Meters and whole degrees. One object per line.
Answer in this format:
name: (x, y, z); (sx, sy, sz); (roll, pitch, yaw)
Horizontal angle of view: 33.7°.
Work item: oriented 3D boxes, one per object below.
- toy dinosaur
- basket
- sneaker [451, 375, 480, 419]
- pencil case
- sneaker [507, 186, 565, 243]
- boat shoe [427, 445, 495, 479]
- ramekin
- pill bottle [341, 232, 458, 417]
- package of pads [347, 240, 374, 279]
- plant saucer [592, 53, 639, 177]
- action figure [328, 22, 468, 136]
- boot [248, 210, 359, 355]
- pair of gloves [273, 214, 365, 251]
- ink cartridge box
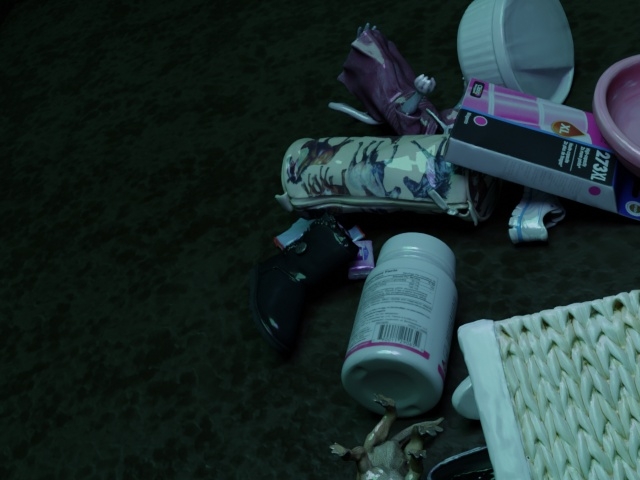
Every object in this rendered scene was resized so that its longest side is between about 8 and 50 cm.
toy dinosaur: (0.086, 0.354, 1.524); (0.127, 0.200, 0.295); (17, 27, 16)
basket: (0.333, 0.260, 1.223); (0.266, 0.328, 0.331); (-17, 62, 7)
sneaker: (0.280, 0.198, 1.634); (0.212, 0.080, 0.094); (-31, 25, -16)
pencil case: (0.126, -0.115, 1.996); (0.410, 0.160, 0.183); (1, 34, 26)
sneaker: (0.400, -0.067, 1.879); (0.083, 0.071, 0.191); (7, 56, 28)
boat shoe: (0.295, 0.310, 1.452); (0.301, 0.102, 0.108); (-16, 38, 15)
ramekin: (0.383, -0.379, 2.102); (0.127, 0.273, 0.273); (-8, 39, 43)
pill bottle: (0.137, 0.130, 1.717); (0.160, 0.160, 0.283); (-8, 41, 24)
package of pads: (0.074, 0.037, 1.967); (0.050, 0.032, 0.083); (-2, 40, -1)
plant saucer: (0.620, -0.190, 1.787); (0.332, 0.084, 0.332); (2, 48, -2)
action figure: (0.164, -0.258, 2.142); (0.276, 0.248, 0.370); (-49, 57, 26)
boot: (-0.026, 0.068, 1.909); (0.207, 0.094, 0.246); (-37, 31, 15)
pair of gloves: (0.000, 0.000, 2.073); (0.159, 0.023, 0.198); (-32, 38, -5)
ink cartridge box: (0.411, -0.158, 1.835); (0.370, 0.069, 0.176); (19, 49, 5)
